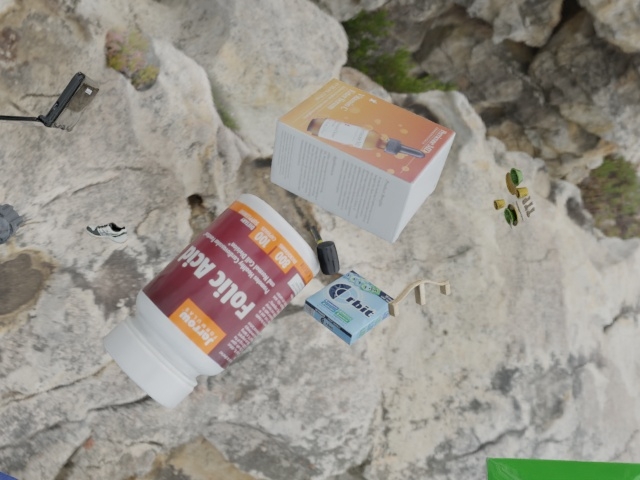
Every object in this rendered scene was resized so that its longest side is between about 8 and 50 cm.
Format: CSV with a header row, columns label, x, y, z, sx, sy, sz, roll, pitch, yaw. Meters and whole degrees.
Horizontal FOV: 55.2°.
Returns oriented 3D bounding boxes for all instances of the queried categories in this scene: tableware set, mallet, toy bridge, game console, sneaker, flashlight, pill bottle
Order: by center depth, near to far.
label,x,y,z,sx,sy,sz,roll,pitch,yaw
game console,-0.330,-0.167,0.730,0.071,0.122,0.107,35,90,-14
flashlight,-0.650,0.009,1.136,0.103,0.304,0.103,-37,107,13
pill bottle,-0.209,0.116,1.187,0.392,0.224,0.224,-46,112,-12
sneaker,-0.422,-0.023,1.210,0.083,0.037,0.032,12,33,-4
mallet,0.000,0.000,1.232,0.039,0.189,0.062,-14,119,-5
tableware set,0.384,-0.084,1.238,0.024,0.154,0.104,-15,78,-3
toy bridge,0.249,0.129,1.529,0.188,0.026,0.063,-19,111,-26

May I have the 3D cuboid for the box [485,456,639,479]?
label,x,y,z,sx,sy,sz,roll,pitch,yaw
box,0.152,0.296,0.330,0.262,0.127,0.231,-54,139,-68

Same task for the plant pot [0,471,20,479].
label,x,y,z,sx,sy,sz,roll,pitch,yaw
plant pot,-0.484,0.507,0.901,0.212,0.236,0.236,32,29,-32

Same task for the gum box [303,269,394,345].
label,x,y,z,sx,sy,sz,roll,pitch,yaw
gum box,0.077,0.165,1.542,0.184,0.157,0.041,-30,142,-40

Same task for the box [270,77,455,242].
label,x,y,z,sx,sy,sz,roll,pitch,yaw
box,0.048,-0.099,0.721,0.170,0.091,0.130,27,46,16
